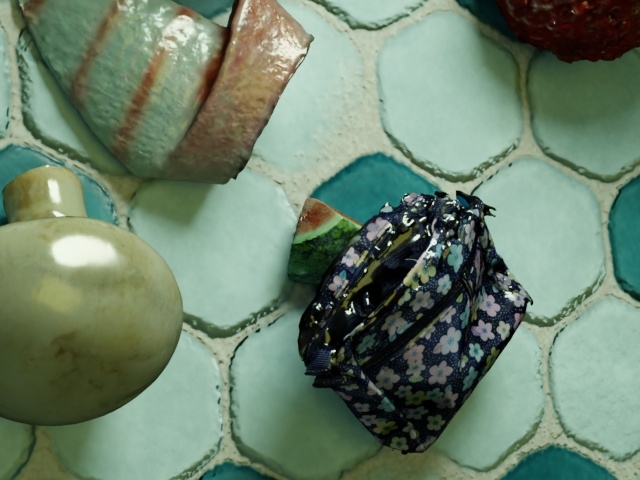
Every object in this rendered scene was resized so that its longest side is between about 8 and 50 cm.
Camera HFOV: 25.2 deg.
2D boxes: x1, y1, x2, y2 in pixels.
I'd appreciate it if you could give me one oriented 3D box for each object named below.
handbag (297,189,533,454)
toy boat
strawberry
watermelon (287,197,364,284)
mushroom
[{"bbox_3d":[0.081,0.069,1.315,0.229,0.127,0.208,-51,136,-14],"label":"handbag"},{"bbox_3d":[-0.167,-0.178,1.269,0.282,0.096,0.206,31,90,-10],"label":"toy boat"},{"bbox_3d":[0.299,-0.312,1.401,0.274,0.220,0.274,1,88,-28],"label":"strawberry"},{"bbox_3d":[0.004,0.004,1.350,0.092,0.072,0.084,-40,121,19],"label":"watermelon"},{"bbox_3d":[-0.230,0.052,1.181,0.206,0.206,0.209,-38,61,-21],"label":"mushroom"}]
